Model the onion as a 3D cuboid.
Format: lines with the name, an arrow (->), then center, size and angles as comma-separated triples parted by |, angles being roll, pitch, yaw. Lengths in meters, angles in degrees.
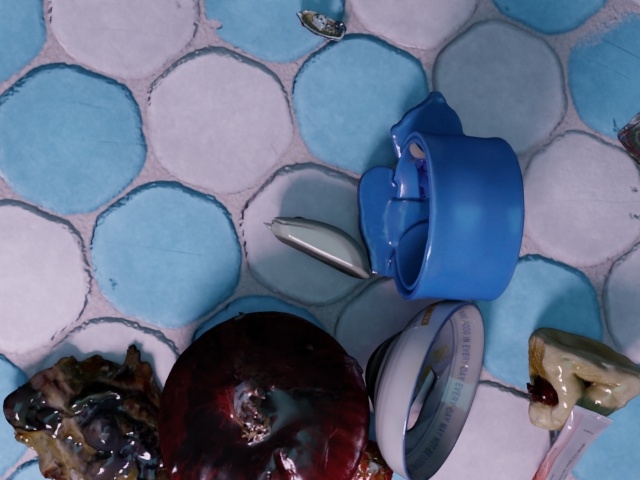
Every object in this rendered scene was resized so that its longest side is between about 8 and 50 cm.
onion -> -0.088, 0.241, 1.089 | 0.314, 0.232, 0.314 | -6, 62, 12

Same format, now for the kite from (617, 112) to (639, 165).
kite -> 0.624, -0.103, 1.308 | 0.152, 0.015, 0.285 | -31, 94, -6

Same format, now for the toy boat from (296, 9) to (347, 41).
toy boat -> 0.000, -0.337, 1.208 | 0.083, 0.038, 0.038 | 20, 88, -9

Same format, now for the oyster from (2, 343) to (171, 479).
oyster -> -0.308, 0.338, 1.143 | 0.221, 0.096, 0.361 | -26, 91, 0

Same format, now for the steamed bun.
steamed bun -> 0.398, 0.236, 1.228 | 0.172, 0.141, 0.155 | 17, 101, -5

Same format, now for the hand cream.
hand cream -> 0.375, 0.337, 1.210 | 0.052, 0.038, 0.216 | 5, 126, -21

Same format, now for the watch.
watch -> 0.190, -0.068, 1.117 | 0.241, 0.274, 0.305 | 0, 95, -8

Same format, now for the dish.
dish -> 0.133, 0.208, 1.160 | 0.134, 0.273, 0.273 | 15, 88, 31

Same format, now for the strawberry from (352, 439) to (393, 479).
strawberry -> 0.068, 0.354, 1.192 | 0.106, 0.106, 0.106 | 0, 90, -8

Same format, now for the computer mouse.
computer mouse -> 0.000, 0.000, 1.186 | 0.181, 0.089, 0.056 | 26, 76, -5
